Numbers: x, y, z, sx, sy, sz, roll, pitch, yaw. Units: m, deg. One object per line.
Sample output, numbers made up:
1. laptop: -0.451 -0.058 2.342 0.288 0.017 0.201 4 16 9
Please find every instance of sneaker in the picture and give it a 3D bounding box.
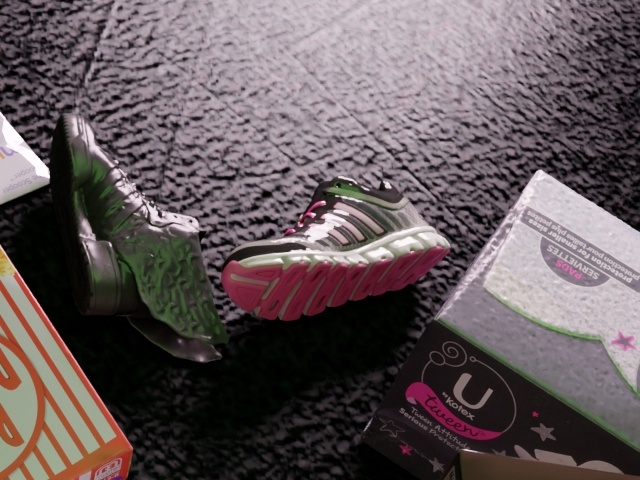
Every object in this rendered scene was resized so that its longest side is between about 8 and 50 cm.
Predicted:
1. sneaker: 0.000 0.000 1.262 0.170 0.063 0.075 -11 59 -35
2. sneaker: -0.114 -0.004 1.226 0.089 0.051 0.170 0 58 -23

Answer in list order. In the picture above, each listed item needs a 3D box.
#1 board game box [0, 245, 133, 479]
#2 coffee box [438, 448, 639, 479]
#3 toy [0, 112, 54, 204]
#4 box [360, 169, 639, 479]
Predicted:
1. board game box: -0.214 0.078 1.066 0.147 0.045 0.193 -28 70 -24
2. coffee box: 0.094 0.218 1.000 0.141 0.246 0.098 10 50 -16
3. toy: -0.284 -0.112 1.234 0.137 0.056 0.237 -29 68 -36
4. box: 0.182 0.102 1.201 0.247 0.142 0.163 34 48 5
